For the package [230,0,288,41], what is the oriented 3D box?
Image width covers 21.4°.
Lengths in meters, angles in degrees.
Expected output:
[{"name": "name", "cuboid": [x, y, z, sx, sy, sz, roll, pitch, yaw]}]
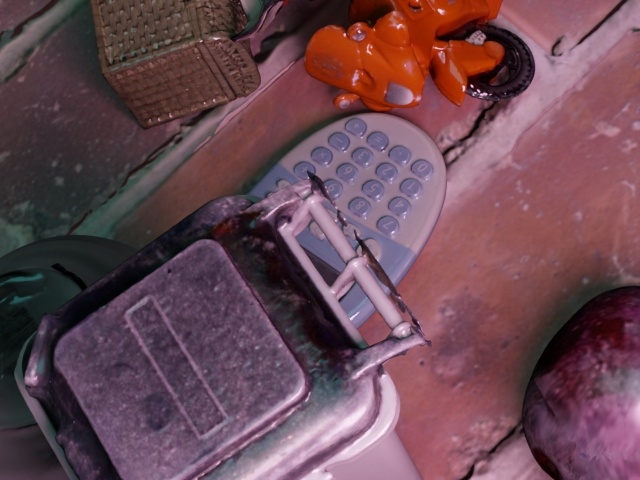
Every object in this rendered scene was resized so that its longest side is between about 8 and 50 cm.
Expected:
[{"name": "package", "cuboid": [-0.022, -0.301, 1.687, 0.166, 0.040, 0.232, -30, 41, 34]}]

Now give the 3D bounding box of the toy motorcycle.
[{"name": "toy motorcycle", "cuboid": [0.067, -0.256, 1.718, 0.221, 0.148, 0.325, -14, 62, -16]}]

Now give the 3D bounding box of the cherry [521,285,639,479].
[{"name": "cherry", "cuboid": [0.267, 0.143, 1.442, 0.195, 0.195, 0.195, -7, 64, 14]}]

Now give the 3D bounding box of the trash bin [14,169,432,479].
[{"name": "trash bin", "cuboid": [-0.039, 0.145, 1.425, 0.296, 0.367, 0.256, -37, 62, 1]}]

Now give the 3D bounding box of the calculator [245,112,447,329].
[{"name": "calculator", "cuboid": [0.000, 0.000, 1.667, 0.188, 0.042, 0.302, 35, 79, 27]}]

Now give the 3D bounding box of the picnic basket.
[{"name": "picnic basket", "cuboid": [-0.151, -0.244, 1.777, 0.154, 0.134, 0.196, -17, 62, 7]}]

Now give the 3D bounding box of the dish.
[{"name": "dish", "cuboid": [-0.277, 0.120, 1.661, 0.316, 0.106, 0.316, -7, 64, 15]}]
